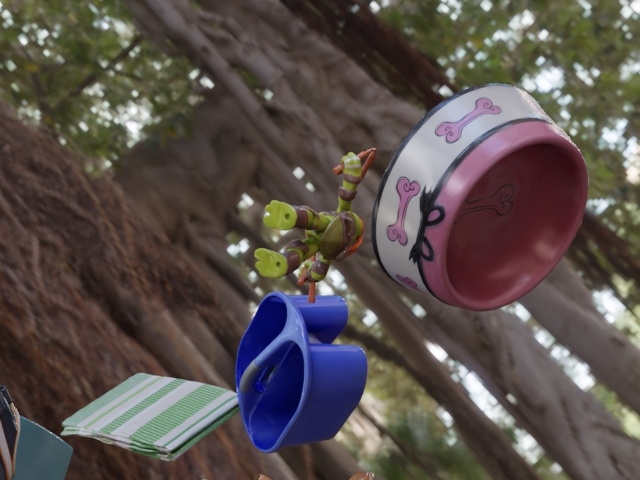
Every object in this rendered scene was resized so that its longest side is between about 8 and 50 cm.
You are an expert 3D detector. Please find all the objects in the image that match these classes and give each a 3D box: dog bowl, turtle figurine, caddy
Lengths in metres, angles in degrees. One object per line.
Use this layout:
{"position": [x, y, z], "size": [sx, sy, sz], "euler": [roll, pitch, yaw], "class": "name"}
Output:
{"position": [0.294, -0.057, 2.085], "size": [0.408, 0.150, 0.408], "euler": [-21, -51, -28], "class": "dog bowl"}
{"position": [0.000, 0.000, 1.717], "size": [0.217, 0.087, 0.269], "euler": [-14, -46, -53], "class": "turtle figurine"}
{"position": [-0.059, 0.241, 2.204], "size": [0.179, 0.241, 0.341], "euler": [-3, -37, -27], "class": "caddy"}

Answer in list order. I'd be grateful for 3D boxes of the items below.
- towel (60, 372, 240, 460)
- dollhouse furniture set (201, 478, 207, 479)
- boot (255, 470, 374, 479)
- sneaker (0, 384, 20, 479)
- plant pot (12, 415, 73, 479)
{"position": [-0.332, 0.348, 2.401], "size": [0.248, 0.325, 0.038], "euler": [-33, -63, -45], "class": "towel"}
{"position": [-0.139, 0.700, 2.127], "size": [0.256, 0.362, 0.394], "euler": [-39, -44, -34], "class": "dollhouse furniture set"}
{"position": [-0.028, 0.385, 1.760], "size": [0.197, 0.152, 0.073], "euler": [-52, 5, -7], "class": "boot"}
{"position": [-0.561, 0.255, 1.897], "size": [0.126, 0.321, 0.127], "euler": [-7, 4, 20], "class": "sneaker"}
{"position": [-0.589, 0.396, 2.200], "size": [0.234, 0.165, 0.166], "euler": [25, -110, -33], "class": "plant pot"}
